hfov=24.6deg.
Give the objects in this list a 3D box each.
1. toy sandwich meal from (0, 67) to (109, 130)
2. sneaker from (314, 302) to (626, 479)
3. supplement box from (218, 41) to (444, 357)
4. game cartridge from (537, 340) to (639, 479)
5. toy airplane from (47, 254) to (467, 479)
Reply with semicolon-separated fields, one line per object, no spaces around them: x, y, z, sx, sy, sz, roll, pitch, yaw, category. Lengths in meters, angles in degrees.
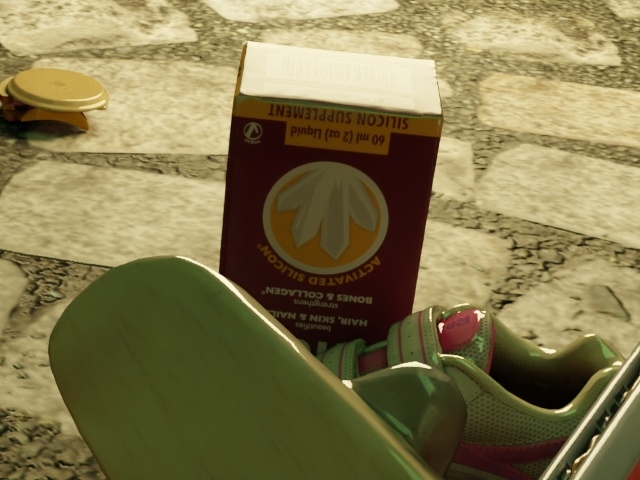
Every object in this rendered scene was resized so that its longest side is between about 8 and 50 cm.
-0.203;-0.106;1.114;0.085;0.029;0.085;9;25;-4;toy sandwich meal
0.042;0.079;0.712;0.252;0.111;0.103;4;27;-5;sneaker
0.000;0.000;0.772;0.104;0.188;0.081;6;28;-2;supplement box
0.178;0.142;0.588;0.196;0.060;0.294;49;37;2;game cartridge
0.063;0.184;0.340;0.384;0.272;0.386;1;58;17;toy airplane
